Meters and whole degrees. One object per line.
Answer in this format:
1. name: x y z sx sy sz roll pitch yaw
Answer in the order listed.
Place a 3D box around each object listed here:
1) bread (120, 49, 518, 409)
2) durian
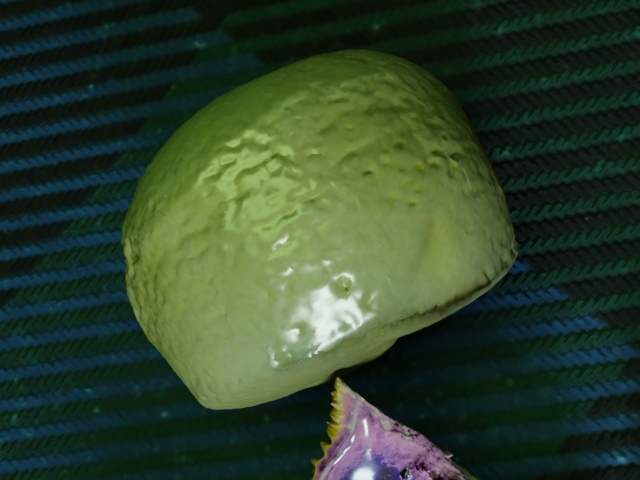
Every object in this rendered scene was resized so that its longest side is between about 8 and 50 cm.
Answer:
1. bread: -0.005 -0.011 1.535 0.320 0.320 0.237 -26 81 13
2. durian: 0.120 0.247 1.509 0.260 0.186 0.153 35 103 38
